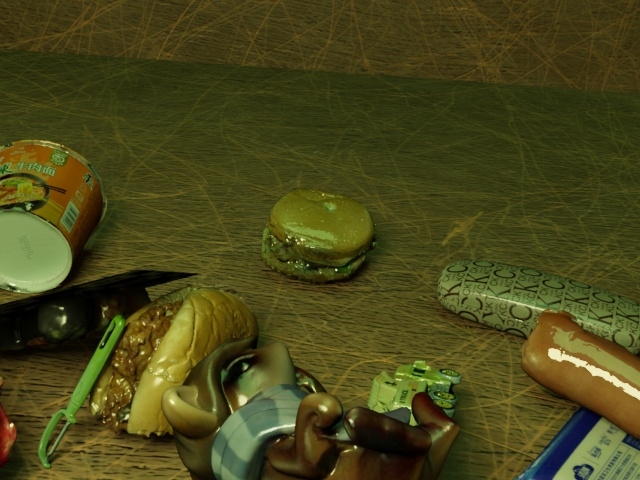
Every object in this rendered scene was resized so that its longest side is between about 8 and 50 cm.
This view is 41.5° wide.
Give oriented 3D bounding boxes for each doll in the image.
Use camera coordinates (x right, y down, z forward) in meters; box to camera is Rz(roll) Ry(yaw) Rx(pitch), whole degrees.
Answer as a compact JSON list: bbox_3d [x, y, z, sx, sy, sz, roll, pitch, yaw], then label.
[{"bbox_3d":[-0.010,0.220,0.955,0.339,0.318,0.209,14,58,31],"label":"doll"}]

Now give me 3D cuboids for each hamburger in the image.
[{"bbox_3d":[0.000,0.000,1.551,0.215,0.122,0.189,8,33,-2],"label":"hamburger"},{"bbox_3d":[-0.197,0.152,1.165,0.155,0.245,0.282,14,61,17],"label":"hamburger"}]

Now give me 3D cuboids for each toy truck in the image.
[{"bbox_3d":[0.118,0.221,1.112,0.116,0.085,0.191,13,12,10],"label":"toy truck"}]

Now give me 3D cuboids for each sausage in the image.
[{"bbox_3d":[0.410,0.210,0.931,0.419,0.094,0.094,32,72,33],"label":"sausage"}]

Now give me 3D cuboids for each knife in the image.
[{"bbox_3d":[-0.302,0.184,1.068,0.015,0.212,0.054,27,4,-37],"label":"knife"}]

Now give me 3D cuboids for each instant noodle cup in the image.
[{"bbox_3d":[-0.494,-0.030,1.448,0.230,0.230,0.182,2,36,-5],"label":"instant noodle cup"}]

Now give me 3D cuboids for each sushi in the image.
[{"bbox_3d":[-0.354,0.113,1.147,0.343,0.064,0.359,-14,-5,3],"label":"sushi"}]

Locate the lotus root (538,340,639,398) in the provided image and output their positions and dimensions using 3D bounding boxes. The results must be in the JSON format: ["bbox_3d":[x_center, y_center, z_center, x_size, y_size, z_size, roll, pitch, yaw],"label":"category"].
[{"bbox_3d":[0.406,0.190,1.264,0.192,0.088,0.113,3,20,-3],"label":"lotus root"}]

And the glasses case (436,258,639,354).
[{"bbox_3d":[0.370,0.109,1.421,0.354,0.085,0.137,16,27,21],"label":"glasses case"}]

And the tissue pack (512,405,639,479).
[{"bbox_3d":[0.352,0.303,0.980,0.209,0.137,0.269,23,28,29],"label":"tissue pack"}]

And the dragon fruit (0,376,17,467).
[{"bbox_3d":[-0.445,0.230,0.939,0.205,0.210,0.268,-41,31,-1],"label":"dragon fruit"}]
